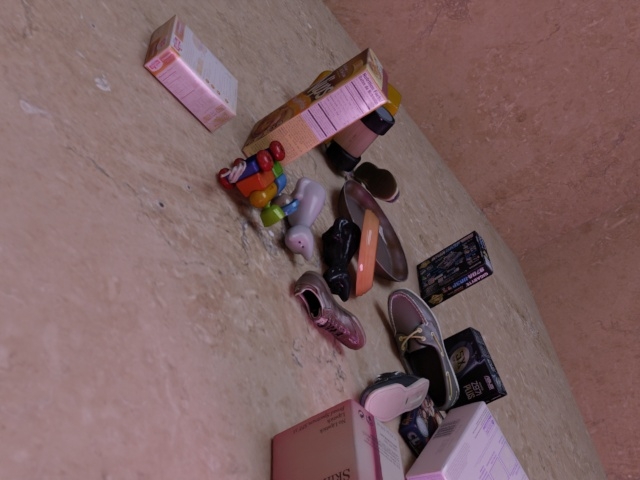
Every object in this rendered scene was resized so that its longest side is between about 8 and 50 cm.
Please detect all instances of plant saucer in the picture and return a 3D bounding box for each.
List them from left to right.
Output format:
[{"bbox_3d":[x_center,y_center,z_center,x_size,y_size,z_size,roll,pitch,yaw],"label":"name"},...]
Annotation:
[{"bbox_3d":[0.109,0.029,1.565,0.200,0.037,0.200,6,90,-84],"label":"plant saucer"},{"bbox_3d":[0.135,-0.018,1.835,0.310,0.050,0.311,47,23,-28],"label":"plant saucer"}]

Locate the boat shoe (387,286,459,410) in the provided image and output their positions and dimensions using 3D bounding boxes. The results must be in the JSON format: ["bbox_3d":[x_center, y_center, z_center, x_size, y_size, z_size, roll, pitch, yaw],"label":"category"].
[{"bbox_3d":[0.237,0.253,1.616,0.305,0.109,0.091,67,17,8],"label":"boat shoe"}]

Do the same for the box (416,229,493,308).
[{"bbox_3d":[0.395,0.086,2.050,0.051,0.220,0.175,46,23,-25],"label":"box"}]

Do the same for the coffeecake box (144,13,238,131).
[{"bbox_3d":[-0.248,-0.327,1.345,0.185,0.068,0.142,45,25,-34],"label":"coffeecake box"}]

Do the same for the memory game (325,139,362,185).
[{"bbox_3d":[0.068,-0.232,2.025,0.186,0.012,0.186,48,23,-28],"label":"memory game"}]

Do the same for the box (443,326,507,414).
[{"bbox_3d":[0.364,0.335,1.741,0.077,0.147,0.180,29,37,-54],"label":"box"}]

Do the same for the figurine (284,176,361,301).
[{"bbox_3d":[0.000,0.000,1.458,0.215,0.092,0.209,47,28,-28],"label":"figurine"}]

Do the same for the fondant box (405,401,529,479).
[{"bbox_3d":[0.331,0.530,1.372,0.238,0.096,0.330,-34,94,-51],"label":"fondant box"}]

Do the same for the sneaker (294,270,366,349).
[{"bbox_3d":[0.012,0.150,1.328,0.188,0.066,0.071,51,38,-7],"label":"sneaker"}]

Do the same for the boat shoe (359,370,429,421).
[{"bbox_3d":[0.136,0.308,1.387,0.079,0.084,0.233,26,11,32],"label":"boat shoe"}]

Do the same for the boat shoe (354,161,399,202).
[{"bbox_3d":[0.173,-0.159,1.961,0.073,0.080,0.223,41,3,-34],"label":"boat shoe"}]

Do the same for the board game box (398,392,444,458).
[{"bbox_3d":[0.259,0.456,1.482,0.243,0.042,0.165,57,21,-8],"label":"board game box"}]

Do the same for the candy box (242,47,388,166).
[{"bbox_3d":[-0.007,-0.276,1.478,0.088,0.316,0.183,52,21,-21],"label":"candy box"}]

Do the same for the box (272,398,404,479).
[{"bbox_3d":[0.027,0.361,0.927,0.127,0.148,0.232,45,24,-32],"label":"box"}]

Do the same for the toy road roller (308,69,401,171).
[{"bbox_3d":[0.076,-0.374,1.955,0.240,0.202,0.329,40,28,-7],"label":"toy road roller"}]

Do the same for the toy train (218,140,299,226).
[{"bbox_3d":[-0.116,-0.086,1.283,0.143,0.105,0.248,62,19,-12],"label":"toy train"}]
